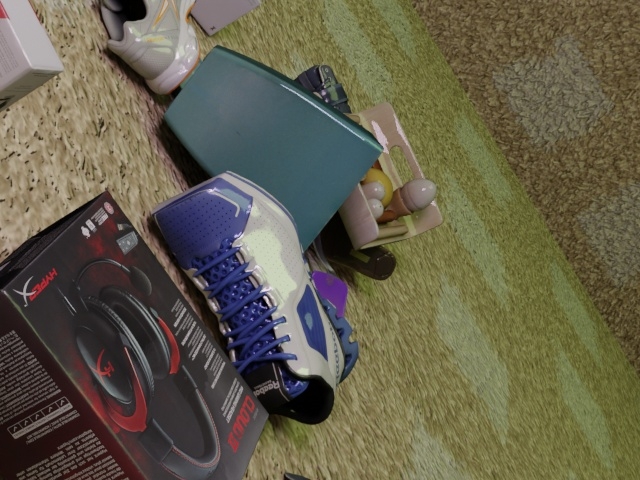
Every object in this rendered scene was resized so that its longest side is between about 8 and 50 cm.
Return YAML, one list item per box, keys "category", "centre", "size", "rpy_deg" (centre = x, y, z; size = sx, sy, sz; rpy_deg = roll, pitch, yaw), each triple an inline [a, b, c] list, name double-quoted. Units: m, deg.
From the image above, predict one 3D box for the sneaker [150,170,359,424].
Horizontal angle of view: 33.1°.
- category: "sneaker"
  centre: [-0.061, 0.086, 1.189]
  size: [0.316, 0.127, 0.182]
  rpy_deg: [55, 20, -22]

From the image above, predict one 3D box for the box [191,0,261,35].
- category: "box"
  centre: [-0.152, -0.381, 1.595]
  size: [0.101, 0.102, 0.087]
  rpy_deg: [50, 26, -31]

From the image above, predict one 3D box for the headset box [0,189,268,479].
- category: "headset box"
  centre: [-0.169, 0.135, 0.902]
  size: [0.293, 0.110, 0.218]
  rpy_deg: [56, 21, -13]

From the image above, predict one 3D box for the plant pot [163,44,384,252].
- category: "plant pot"
  centre: [-0.069, -0.131, 1.344]
  size: [0.234, 0.165, 0.166]
  rpy_deg: [37, 8, -9]

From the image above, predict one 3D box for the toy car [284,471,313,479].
- category: "toy car"
  centre: [0.027, 0.323, 1.157]
  size: [0.155, 0.149, 0.188]
  rpy_deg: [47, -3, -42]

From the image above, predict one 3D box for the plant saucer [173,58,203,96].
- category: "plant saucer"
  centre: [-0.172, -0.207, 1.446]
  size: [0.119, 0.021, 0.119]
  rpy_deg: [49, 24, -30]

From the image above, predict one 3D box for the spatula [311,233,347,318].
- category: "spatula"
  centre: [0.000, 0.000, 1.492]
  size: [0.084, 0.030, 0.297]
  rpy_deg: [25, 51, -46]

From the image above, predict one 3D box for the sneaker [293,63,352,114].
- category: "sneaker"
  centre: [-0.001, -0.194, 1.730]
  size: [0.163, 0.086, 0.226]
  rpy_deg: [61, 20, -5]

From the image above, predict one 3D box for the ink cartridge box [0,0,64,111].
- category: "ink cartridge box"
  centre: [-0.304, -0.155, 0.921]
  size: [0.099, 0.135, 0.056]
  rpy_deg: [63, 18, 2]

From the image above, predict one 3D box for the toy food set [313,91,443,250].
- category: "toy food set"
  centre: [0.084, -0.110, 1.585]
  size: [0.220, 0.092, 0.306]
  rpy_deg: [67, 21, 6]

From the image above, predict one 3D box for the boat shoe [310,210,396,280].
- category: "boat shoe"
  centre: [0.025, 0.001, 1.601]
  size: [0.190, 0.068, 0.072]
  rpy_deg: [37, -3, -32]

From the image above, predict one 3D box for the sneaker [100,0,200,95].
- category: "sneaker"
  centre: [-0.223, -0.313, 1.365]
  size: [0.121, 0.099, 0.263]
  rpy_deg: [34, 33, -43]
